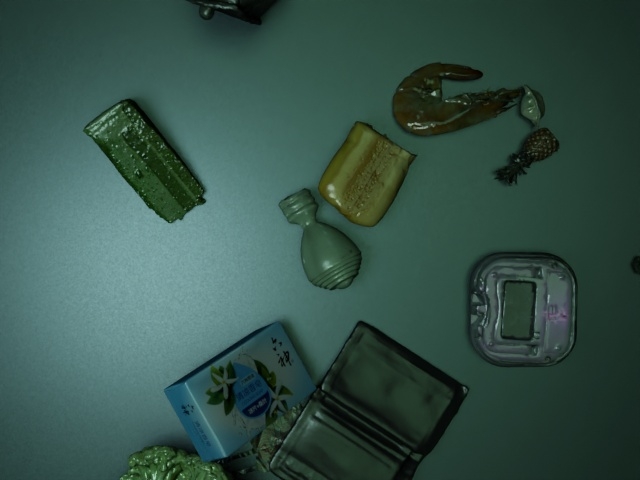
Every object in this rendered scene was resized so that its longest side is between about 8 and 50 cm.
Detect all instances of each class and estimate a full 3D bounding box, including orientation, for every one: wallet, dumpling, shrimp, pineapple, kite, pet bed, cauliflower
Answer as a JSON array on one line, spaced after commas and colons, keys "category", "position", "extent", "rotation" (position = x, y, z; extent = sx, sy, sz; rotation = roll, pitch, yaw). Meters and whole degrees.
[{"category": "wallet", "position": [0.089, 0.343, 1.567], "extent": [0.247, 0.041, 0.323], "rotation": [33, 87, -3]}, {"category": "dumpling", "position": [0.384, -0.243, 1.550], "extent": [0.043, 0.059, 0.077], "rotation": [6, 93, 7]}, {"category": "shrimp", "position": [0.246, -0.263, 1.559], "extent": [0.236, 0.053, 0.132], "rotation": [-12, 72, 2]}, {"category": "pineapple", "position": [0.369, -0.149, 1.555], "extent": [0.124, 0.058, 0.058], "rotation": [-39, 92, 0]}, {"category": "kite", "position": [-0.118, 0.379, 1.577], "extent": [0.230, 0.016, 0.127], "rotation": [-14, 89, -4]}, {"category": "pet bed", "position": [-0.161, -0.452, 1.454], "extent": [0.183, 0.211, 0.159], "rotation": [45, 100, -3]}, {"category": "cauliflower", "position": [-0.251, 0.494, 1.455], "extent": [0.272, 0.250, 0.275], "rotation": [22, 109, 0]}]

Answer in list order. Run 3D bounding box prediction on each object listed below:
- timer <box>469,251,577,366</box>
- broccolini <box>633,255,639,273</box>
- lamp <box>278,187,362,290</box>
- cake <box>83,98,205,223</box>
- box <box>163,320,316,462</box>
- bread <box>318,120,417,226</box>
[{"category": "timer", "position": [0.368, 0.126, 1.557], "extent": [0.191, 0.069, 0.208], "rotation": [0, 93, 1]}, {"category": "broccolini", "position": [0.644, 0.034, 1.587], "extent": [0.140, 0.030, 0.035], "rotation": [-13, 56, -6]}, {"category": "lamp", "position": [0.000, 0.000, 1.530], "extent": [0.106, 0.106, 0.193], "rotation": [-29, 83, -1]}, {"category": "cake", "position": [-0.307, -0.138, 1.514], "extent": [0.100, 0.099, 0.235], "rotation": [-37, 93, 1]}, {"category": "box", "position": [-0.134, 0.256, 1.476], "extent": [0.232, 0.083, 0.142], "rotation": [-30, 92, -41]}, {"category": "bread", "position": [0.080, -0.117, 1.531], "extent": [0.134, 0.085, 0.173], "rotation": [33, 89, -6]}]
